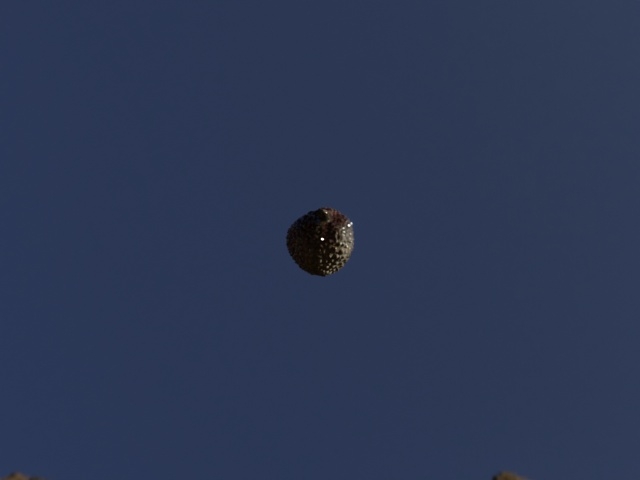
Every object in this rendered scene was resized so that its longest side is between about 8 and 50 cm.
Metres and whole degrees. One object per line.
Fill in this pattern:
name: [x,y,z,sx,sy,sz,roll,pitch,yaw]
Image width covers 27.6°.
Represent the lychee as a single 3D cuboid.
lychee: [0.000,0.000,1.282,0.067,0.068,0.083,1,-43,9]
